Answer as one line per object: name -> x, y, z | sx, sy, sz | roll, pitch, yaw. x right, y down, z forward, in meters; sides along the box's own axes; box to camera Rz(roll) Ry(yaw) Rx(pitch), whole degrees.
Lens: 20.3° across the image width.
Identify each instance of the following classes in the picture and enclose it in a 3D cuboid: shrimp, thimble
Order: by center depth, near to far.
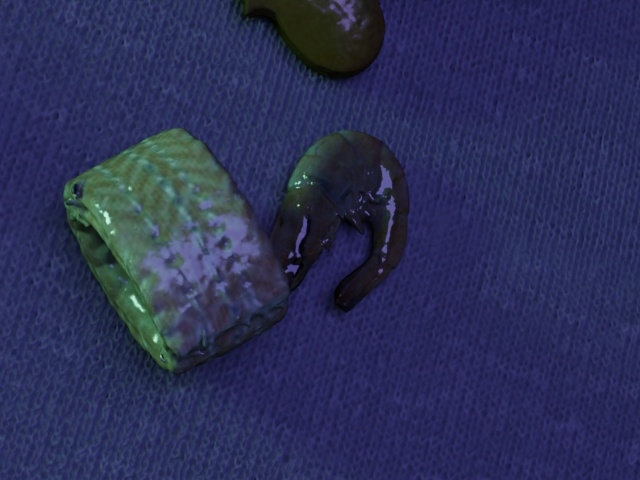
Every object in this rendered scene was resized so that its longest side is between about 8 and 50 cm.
thimble -> -0.144, 0.012, 1.742 | 0.148, 0.196, 0.229 | -29, 73, -15
shrimp -> 0.015, 0.006, 1.868 | 0.145, 0.059, 0.254 | 26, 68, -20

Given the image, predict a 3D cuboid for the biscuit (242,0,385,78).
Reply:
biscuit -> 0.064, -0.384, 1.882 | 0.394, 0.076, 0.368 | -22, 96, -3
